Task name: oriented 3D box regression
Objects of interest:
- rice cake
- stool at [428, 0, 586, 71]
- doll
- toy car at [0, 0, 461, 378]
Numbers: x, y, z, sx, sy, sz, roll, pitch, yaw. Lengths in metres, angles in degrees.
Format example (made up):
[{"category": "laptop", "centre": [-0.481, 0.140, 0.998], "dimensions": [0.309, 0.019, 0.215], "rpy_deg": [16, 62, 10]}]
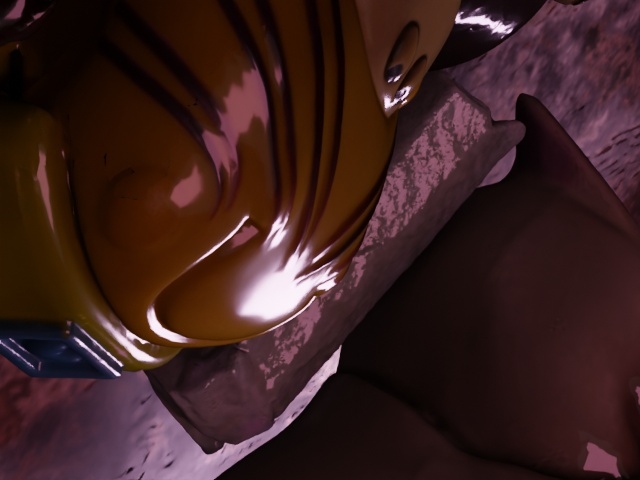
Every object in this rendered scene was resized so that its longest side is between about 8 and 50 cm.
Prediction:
[{"category": "rice cake", "centre": [0.000, 0.001, 0.818], "dimensions": [0.206, 0.063, 0.069], "rpy_deg": [-50, 143, -11]}, {"category": "stool", "centre": [0.017, -0.103, 0.693], "dimensions": [0.217, 0.125, 0.121], "rpy_deg": [-50, 156, 11]}, {"category": "doll", "centre": [0.053, 0.141, 0.866], "dimensions": [0.370, 0.226, 0.215], "rpy_deg": [-48, 145, -12]}, {"category": "toy car", "centre": [-0.030, -0.083, 0.537], "dimensions": [0.200, 0.142, 0.247], "rpy_deg": [51, 40, -69]}]
